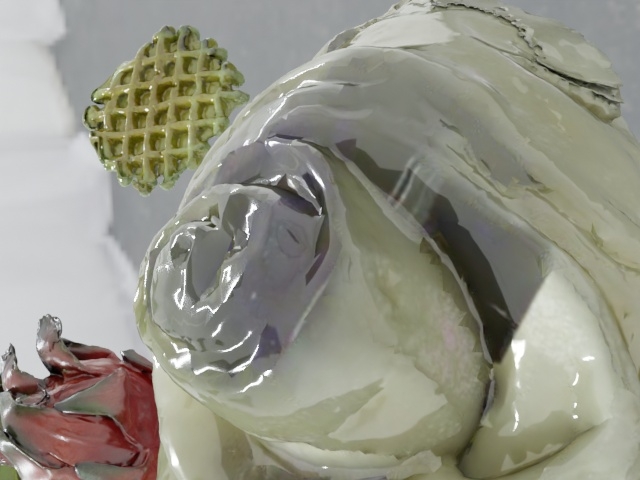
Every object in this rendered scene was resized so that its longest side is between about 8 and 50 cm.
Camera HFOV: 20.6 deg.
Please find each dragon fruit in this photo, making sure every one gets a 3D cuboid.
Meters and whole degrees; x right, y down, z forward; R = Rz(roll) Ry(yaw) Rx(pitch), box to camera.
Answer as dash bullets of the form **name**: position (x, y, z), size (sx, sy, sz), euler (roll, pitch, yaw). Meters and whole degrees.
- **dragon fruit**: position (-0.148, 0.127, 1.165), size (0.121, 0.142, 0.130), euler (100, 167, -47)

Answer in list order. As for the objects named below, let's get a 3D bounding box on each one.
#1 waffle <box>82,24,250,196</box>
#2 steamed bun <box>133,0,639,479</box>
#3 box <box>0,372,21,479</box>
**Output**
- **waffle**: position (-0.167, -0.141, 1.890), size (0.183, 0.036, 0.169), euler (-43, 58, 7)
- **steamed bun**: position (0.027, 0.044, 0.893), size (0.347, 0.237, 0.394), euler (-11, 72, 32)
- **box**: position (-0.281, 0.220, 1.464), size (0.121, 0.030, 0.193), euler (-27, 69, 31)
